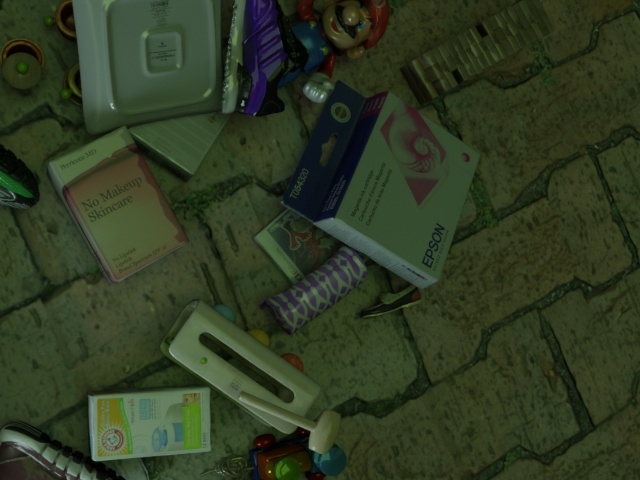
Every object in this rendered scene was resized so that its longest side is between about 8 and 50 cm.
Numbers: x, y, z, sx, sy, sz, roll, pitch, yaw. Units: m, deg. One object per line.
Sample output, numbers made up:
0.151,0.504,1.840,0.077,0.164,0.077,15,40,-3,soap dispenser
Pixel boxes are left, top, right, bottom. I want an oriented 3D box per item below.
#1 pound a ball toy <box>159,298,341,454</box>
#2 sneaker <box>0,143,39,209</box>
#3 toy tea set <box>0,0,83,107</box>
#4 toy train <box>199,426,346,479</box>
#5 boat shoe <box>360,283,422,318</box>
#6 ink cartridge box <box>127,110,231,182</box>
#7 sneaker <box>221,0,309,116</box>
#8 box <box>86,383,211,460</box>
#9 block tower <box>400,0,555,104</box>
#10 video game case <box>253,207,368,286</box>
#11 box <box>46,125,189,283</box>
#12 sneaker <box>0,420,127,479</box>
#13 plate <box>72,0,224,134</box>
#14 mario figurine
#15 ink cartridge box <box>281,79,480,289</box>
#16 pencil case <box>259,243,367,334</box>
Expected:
-0.109,0.230,1.574,0.319,0.208,0.136,37,75,-12,pound a ball toy
-0.640,-0.117,1.481,0.343,0.134,0.146,18,105,-21,sneaker
-0.397,-0.356,1.569,0.336,0.124,0.200,-43,100,-18,toy tea set
-0.083,0.408,1.601,0.247,0.143,0.105,-10,88,-20,toy train
0.136,0.120,1.753,0.137,0.049,0.043,-17,88,-22,boat shoe
-0.262,-0.219,1.659,0.145,0.045,0.179,35,57,-13,ink cartridge box
-0.089,-0.363,1.595,0.146,0.102,0.294,8,95,-10,sneaker
-0.300,0.315,1.555,0.203,0.103,0.114,0,85,-19,box
0.333,-0.400,1.846,0.335,0.091,0.097,-33,97,-18,block tower
0.000,0.000,1.730,0.201,0.023,0.183,-42,99,-18,video game case
-0.355,-0.059,1.556,0.148,0.127,0.232,-30,96,-18,box
-0.446,0.437,1.505,0.281,0.106,0.163,31,81,-3,sneaker
-0.280,-0.330,1.540,0.277,0.045,0.278,-16,121,-31,plate
-0.009,-0.389,1.679,0.320,0.170,0.198,-30,130,-12,mario figurine
0.128,-0.122,1.717,0.330,0.071,0.324,31,60,-15,ink cartridge box
-0.007,0.088,1.666,0.206,0.086,0.088,-35,62,-20,pencil case
